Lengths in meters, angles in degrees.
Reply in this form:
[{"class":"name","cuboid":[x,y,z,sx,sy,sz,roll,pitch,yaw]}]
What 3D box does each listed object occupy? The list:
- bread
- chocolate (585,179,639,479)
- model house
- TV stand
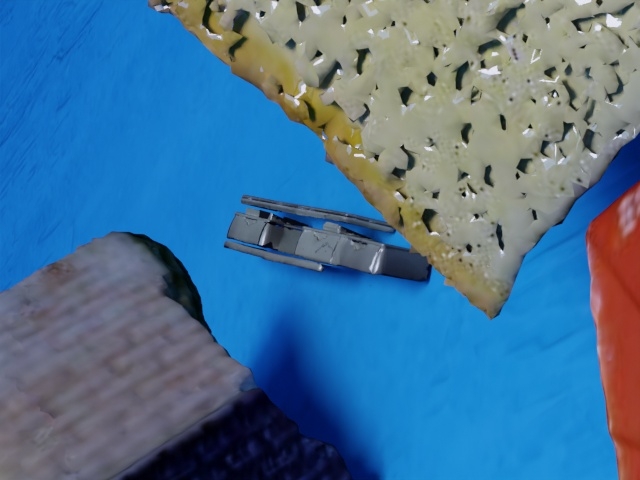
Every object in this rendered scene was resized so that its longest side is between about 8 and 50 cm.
[{"class":"bread","cuboid":[0.115,-0.144,0.789,0.279,0.315,0.248,52,136,20]},{"class":"chocolate","cuboid":[0.198,0.043,0.543,0.237,0.108,0.235,130,144,-48]},{"class":"model house","cuboid":[-0.110,0.205,1.033,0.284,0.243,0.298,42,146,36]},{"class":"TV stand","cuboid":[0.000,0.000,1.089,0.249,0.036,0.042,12,87,66]}]
